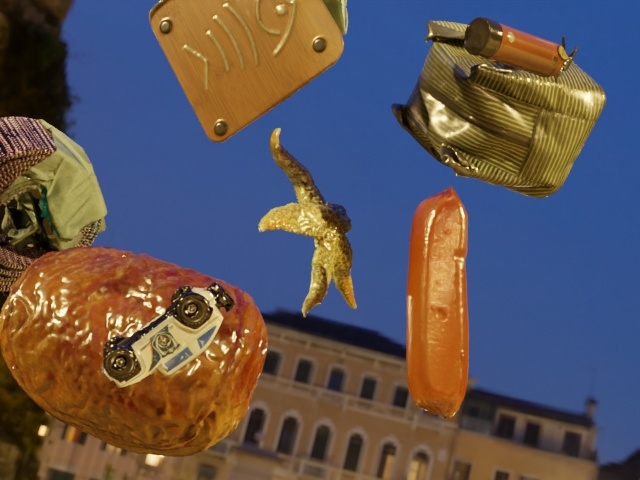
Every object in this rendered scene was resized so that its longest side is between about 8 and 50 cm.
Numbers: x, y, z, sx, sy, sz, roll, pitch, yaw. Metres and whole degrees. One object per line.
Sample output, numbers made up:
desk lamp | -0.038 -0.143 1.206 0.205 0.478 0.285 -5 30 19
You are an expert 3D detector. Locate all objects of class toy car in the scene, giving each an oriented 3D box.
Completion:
toy car | -0.177 0.112 1.300 0.070 0.170 0.080 55 -7 -11

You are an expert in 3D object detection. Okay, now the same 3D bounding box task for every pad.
pad | -0.127 -0.347 1.850 0.284 0.287 0.018 -33 -18 15

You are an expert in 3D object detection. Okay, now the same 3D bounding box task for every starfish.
starfish | 0.003 0.000 1.877 0.078 0.358 0.347 -20 -44 16

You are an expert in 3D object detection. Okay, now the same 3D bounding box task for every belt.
belt | -0.478 -0.055 1.758 0.122 0.260 0.325 48 -22 30

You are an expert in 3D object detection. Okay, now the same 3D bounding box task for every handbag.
handbag | 0.286 -0.230 1.888 0.240 0.247 0.341 14 23 -26

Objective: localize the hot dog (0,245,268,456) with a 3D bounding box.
hot dog | -0.257 0.146 1.536 0.387 0.267 0.174 15 -19 19

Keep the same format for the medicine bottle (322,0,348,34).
medicine bottle | -0.103 -0.475 1.996 0.289 0.245 0.245 -5 -20 4

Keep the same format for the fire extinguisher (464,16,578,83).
fire extinguisher | 0.265 -0.246 1.429 0.177 0.062 0.050 9 0 -35

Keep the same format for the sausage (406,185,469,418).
sausage | 0.173 0.090 1.663 0.094 0.349 0.097 3 -10 -17
